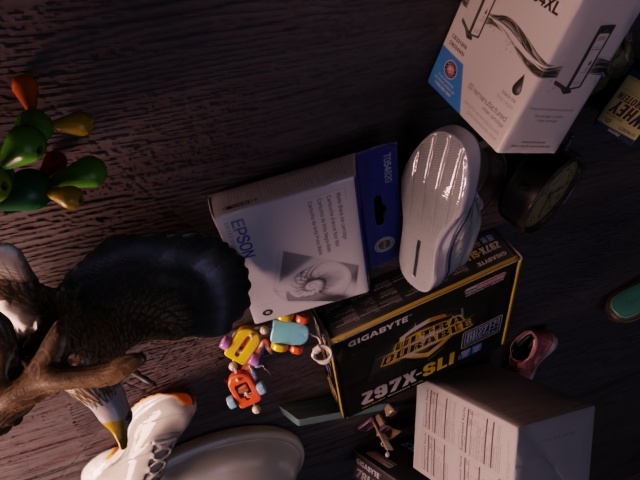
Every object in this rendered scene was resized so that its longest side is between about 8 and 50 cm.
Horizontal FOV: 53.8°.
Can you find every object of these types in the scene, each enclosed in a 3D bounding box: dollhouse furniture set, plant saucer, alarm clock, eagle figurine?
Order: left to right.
[{"bbox_3d":[-0.221,0.096,0.631,0.227,0.298,0.225,15,106,7],"label":"eagle figurine"},{"bbox_3d":[-0.201,0.496,1.158,0.401,0.100,0.400,-18,140,-15],"label":"plant saucer"},{"bbox_3d":[0.025,0.296,1.115,0.192,0.067,0.018,-1,99,-32],"label":"plant saucer"},{"bbox_3d":[0.155,0.400,1.296,0.091,0.081,0.114,-43,140,14],"label":"dollhouse furniture set"},{"bbox_3d":[0.169,-0.069,0.843,0.169,0.029,0.168,-19,140,-16],"label":"plant saucer"},{"bbox_3d":[0.311,-0.067,0.898,0.129,0.064,0.192,-43,148,-8],"label":"alarm clock"}]

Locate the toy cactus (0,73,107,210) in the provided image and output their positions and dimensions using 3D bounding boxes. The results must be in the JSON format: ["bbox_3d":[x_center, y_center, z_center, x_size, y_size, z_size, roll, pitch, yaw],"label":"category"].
[{"bbox_3d":[-0.288,-0.047,0.507,0.181,0.112,0.219,-32,178,29],"label":"toy cactus"}]

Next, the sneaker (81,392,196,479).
[{"bbox_3d":[-0.253,0.332,0.929,0.099,0.121,0.262,16,122,-43],"label":"sneaker"}]

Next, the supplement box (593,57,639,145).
[{"bbox_3d":[0.410,-0.182,0.826,0.083,0.056,0.083,-40,160,-52],"label":"supplement box"}]

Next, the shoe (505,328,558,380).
[{"bbox_3d":[0.420,0.257,1.332,0.081,0.063,0.178,9,122,-37],"label":"shoe"}]

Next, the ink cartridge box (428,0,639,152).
[{"bbox_3d":[0.209,-0.210,0.621,0.086,0.148,0.203,-4,133,-27],"label":"ink cartridge box"}]

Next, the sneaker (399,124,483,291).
[{"bbox_3d":[0.156,-0.045,0.782,0.091,0.094,0.258,-33,150,-27],"label":"sneaker"}]

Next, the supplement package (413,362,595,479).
[{"bbox_3d":[0.336,0.375,1.192,0.199,0.263,0.197,-3,99,-30],"label":"supplement package"}]

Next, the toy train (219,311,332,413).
[{"bbox_3d":[-0.073,0.163,0.895,0.166,0.046,0.125,-29,107,2],"label":"toy train"}]

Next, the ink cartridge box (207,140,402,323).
[{"bbox_3d":[0.000,0.000,0.772,0.224,0.045,0.223,-18,140,-4],"label":"ink cartridge box"}]

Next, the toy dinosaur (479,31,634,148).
[{"bbox_3d":[0.277,-0.195,0.743,0.268,0.064,0.118,-31,137,-4],"label":"toy dinosaur"}]

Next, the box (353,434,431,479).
[{"bbox_3d":[0.268,0.494,1.319,0.294,0.296,0.073,-1,96,-31],"label":"box"}]

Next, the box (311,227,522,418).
[{"bbox_3d":[0.157,0.142,1.026,0.322,0.079,0.257,-22,142,-11],"label":"box"}]

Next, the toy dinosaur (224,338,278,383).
[{"bbox_3d":[-0.097,0.183,0.938,0.090,0.047,0.082,-3,114,-14],"label":"toy dinosaur"}]

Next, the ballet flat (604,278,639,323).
[{"bbox_3d":[0.742,0.101,1.354,0.281,0.095,0.096,-24,152,8],"label":"ballet flat"}]
